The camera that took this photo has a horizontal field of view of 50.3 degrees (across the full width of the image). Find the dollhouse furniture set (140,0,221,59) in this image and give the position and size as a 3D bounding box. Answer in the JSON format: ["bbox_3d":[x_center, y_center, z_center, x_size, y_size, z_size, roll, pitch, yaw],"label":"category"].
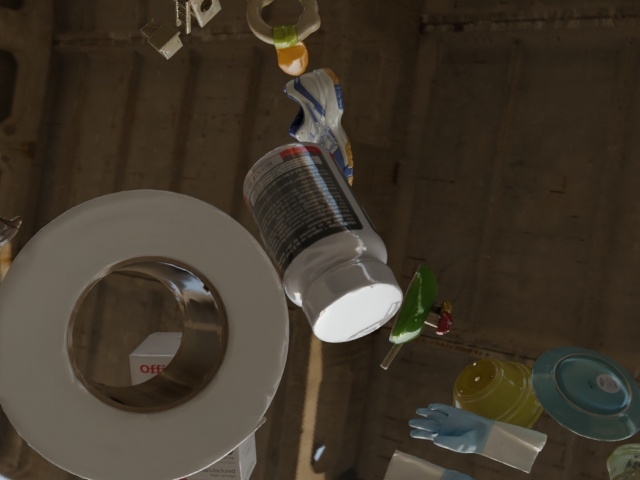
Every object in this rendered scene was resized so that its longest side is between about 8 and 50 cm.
[{"bbox_3d":[-0.322,-0.480,1.334,0.182,0.101,0.161,40,-99,14],"label":"dollhouse furniture set"}]

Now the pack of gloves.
[{"bbox_3d":[0.243,0.387,1.161,0.232,0.046,0.195,17,-72,0],"label":"pack of gloves"}]

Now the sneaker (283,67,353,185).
[{"bbox_3d":[-0.005,-0.239,1.550,0.131,0.112,0.296,-15,-65,-5],"label":"sneaker"}]

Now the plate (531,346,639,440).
[{"bbox_3d":[0.443,0.241,1.119,0.188,0.188,0.024,33,-43,28],"label":"plate"}]

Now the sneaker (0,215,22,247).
[{"bbox_3d":[-0.532,-0.068,1.017,0.188,0.071,0.066,48,-25,-10],"label":"sneaker"}]

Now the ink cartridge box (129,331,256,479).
[{"bbox_3d":[-0.205,0.277,1.113,0.172,0.100,0.237,-1,-77,9],"label":"ink cartridge box"}]

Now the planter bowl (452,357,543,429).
[{"bbox_3d":[0.336,0.304,1.374,0.217,0.217,0.090,-28,-67,28],"label":"planter bowl"}]

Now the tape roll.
[{"bbox_3d":[-0.171,0.084,0.633,0.169,0.246,0.246,169,-83,-65],"label":"tape roll"}]

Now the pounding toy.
[{"bbox_3d":[0.227,0.170,1.468,0.110,0.183,0.236,22,-42,13],"label":"pounding toy"}]

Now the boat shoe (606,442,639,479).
[{"bbox_3d":[0.637,0.399,1.144,0.285,0.089,0.104,-10,-71,20],"label":"boat shoe"}]

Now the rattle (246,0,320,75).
[{"bbox_3d":[-0.080,-0.421,1.231,0.130,0.143,0.199,-40,-104,11],"label":"rattle"}]

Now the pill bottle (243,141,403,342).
[{"bbox_3d":[0.000,0.000,1.020,0.161,0.161,0.283,-44,-129,24],"label":"pill bottle"}]
